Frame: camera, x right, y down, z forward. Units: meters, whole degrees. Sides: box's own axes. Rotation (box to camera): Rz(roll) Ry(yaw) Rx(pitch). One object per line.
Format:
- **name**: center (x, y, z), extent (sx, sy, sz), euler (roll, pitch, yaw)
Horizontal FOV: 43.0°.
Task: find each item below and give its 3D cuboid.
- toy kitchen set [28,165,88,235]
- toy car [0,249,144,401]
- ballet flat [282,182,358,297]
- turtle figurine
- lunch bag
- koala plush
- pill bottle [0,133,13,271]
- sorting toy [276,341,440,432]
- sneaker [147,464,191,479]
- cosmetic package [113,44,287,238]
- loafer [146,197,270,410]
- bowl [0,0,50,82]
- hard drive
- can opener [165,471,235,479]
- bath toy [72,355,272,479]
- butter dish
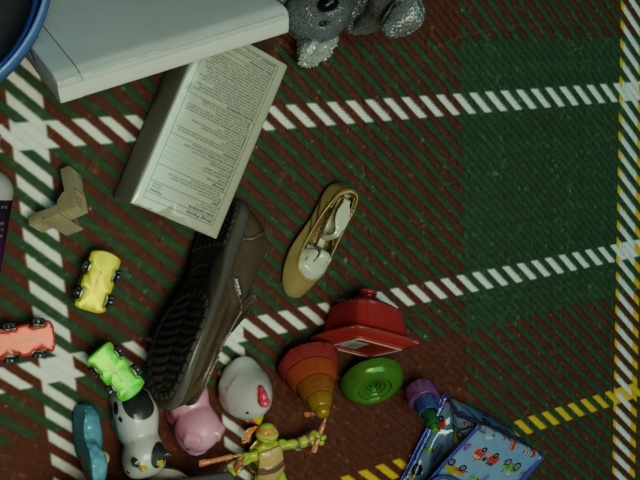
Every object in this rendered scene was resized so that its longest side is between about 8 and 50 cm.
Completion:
- **toy kitchen set**: center (-0.403, -0.056, 1.268), extent (0.083, 0.075, 0.068), euler (-22, 154, 8)
- **toy car**: center (-0.370, 0.162, 1.291), extent (0.239, 0.053, 0.225), euler (-41, 106, -17)
- **ballet flat**: center (0.000, 0.000, 1.478), extent (0.080, 0.073, 0.232), euler (26, 85, -30)
- **turtle figurine**: center (-0.106, 0.417, 1.479), extent (0.270, 0.087, 0.217), euler (-15, 113, -36)
- **lunch bag**: center (0.286, 0.506, 1.713), extent (0.221, 0.138, 0.293), euler (30, 95, -31)
- **koala plush**: center (0.033, -0.407, 1.393), extent (0.221, 0.203, 0.196), euler (-27, 103, -1)
- **pill bottle**: center (-0.528, 0.001, 1.113), extent (0.182, 0.181, 0.322), euler (9, 94, -31)
- **sorting toy**: center (0.092, 0.300, 1.525), extent (0.366, 0.126, 0.127), euler (19, 124, -31)
- **sneaker**: center (-0.210, 0.524, 1.378), extent (0.281, 0.106, 0.162), euler (38, 51, -7)
- **cosmetic package**: center (-0.194, -0.177, 1.316), extent (0.160, 0.113, 0.309), euler (25, 86, -30)
- **loafer**: center (-0.164, 0.113, 1.342), extent (0.130, 0.134, 0.365), euler (33, 69, -36)
- **bowl**: center (-0.541, -0.346, 1.036), extent (0.391, 0.077, 0.391), euler (1, 85, -11)
- **hard drive**: center (-0.257, -0.325, 1.194), extent (0.353, 0.233, 0.047), euler (-24, 140, -25)
- **can opener**: center (-0.261, 0.416, 1.284), extent (0.283, 0.095, 0.076), euler (-2, 68, -26)
- **bath toy**: center (-0.229, 0.303, 1.366), extent (0.348, 0.129, 0.151), euler (-14, 105, -28)
- **butter dish**: center (0.085, 0.147, 1.525), extent (0.160, 0.160, 0.118), euler (17, 66, -30)
